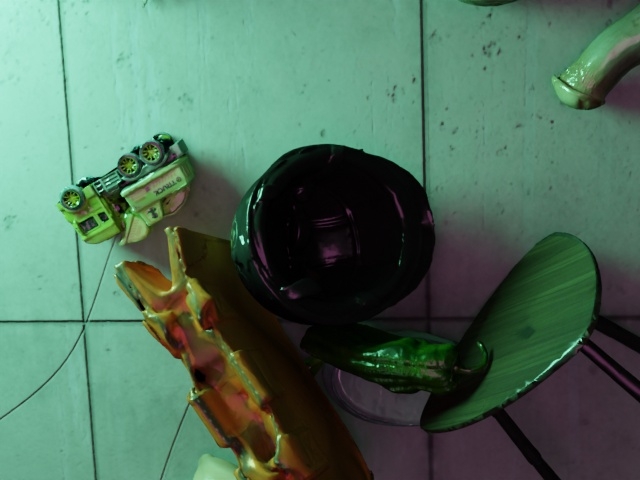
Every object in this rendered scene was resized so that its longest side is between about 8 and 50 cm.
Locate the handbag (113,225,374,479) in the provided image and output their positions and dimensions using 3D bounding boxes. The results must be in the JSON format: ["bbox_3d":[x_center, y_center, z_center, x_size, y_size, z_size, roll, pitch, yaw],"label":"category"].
[{"bbox_3d":[-0.085,0.189,1.240,0.116,0.303,0.410,-33,80,6],"label":"handbag"}]

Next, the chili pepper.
[{"bbox_3d":[0.082,0.145,1.252,0.257,0.100,0.074,13,101,34],"label":"chili pepper"}]

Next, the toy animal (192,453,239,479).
[{"bbox_3d":[-0.149,0.417,1.385,0.171,0.171,0.198,22,88,2],"label":"toy animal"}]

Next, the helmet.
[{"bbox_3d":[0.000,0.000,1.292,0.278,0.160,0.231,-9,84,-34],"label":"helmet"}]

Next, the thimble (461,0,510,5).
[{"bbox_3d":[0.204,-0.396,1.212,0.218,0.150,0.219,1,100,5],"label":"thimble"}]

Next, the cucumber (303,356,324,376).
[{"bbox_3d":[-0.056,0.222,1.407,0.039,0.039,0.168,40,99,-1],"label":"cucumber"}]

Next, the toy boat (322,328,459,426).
[{"bbox_3d":[0.105,0.188,1.373,0.207,0.079,0.134,1,98,-5],"label":"toy boat"}]

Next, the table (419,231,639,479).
[{"bbox_3d":[0.341,0.171,1.250,0.249,0.317,0.317,38,102,-10],"label":"table"}]

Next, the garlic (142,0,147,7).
[{"bbox_3d":[-0.298,-0.454,1.282,0.237,0.210,0.292,-5,96,-27],"label":"garlic"}]

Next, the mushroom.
[{"bbox_3d":[0.398,-0.246,1.252,0.223,0.092,0.081,-33,51,7],"label":"mushroom"}]

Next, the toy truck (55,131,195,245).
[{"bbox_3d":[-0.256,-0.062,1.357,0.191,0.085,0.116,-29,100,8],"label":"toy truck"}]
